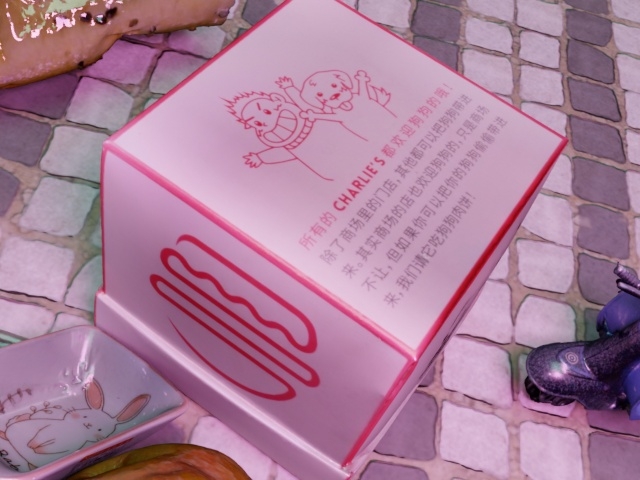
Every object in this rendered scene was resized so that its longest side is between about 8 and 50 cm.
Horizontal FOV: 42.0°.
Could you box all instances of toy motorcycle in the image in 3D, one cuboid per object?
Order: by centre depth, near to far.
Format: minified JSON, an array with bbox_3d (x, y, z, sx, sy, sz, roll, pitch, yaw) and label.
[{"bbox_3d":[0.392,0.109,0.879,0.359,0.212,0.125,-2,57,-16],"label":"toy motorcycle"}]

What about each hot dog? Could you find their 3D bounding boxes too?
[{"bbox_3d":[-0.356,-0.346,1.036,0.365,0.196,0.367,-23,58,-30],"label":"hot dog"}]

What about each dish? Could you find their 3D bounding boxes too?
[{"bbox_3d":[-0.247,0.159,0.724,0.154,0.064,0.234,32,25,28],"label":"dish"}]

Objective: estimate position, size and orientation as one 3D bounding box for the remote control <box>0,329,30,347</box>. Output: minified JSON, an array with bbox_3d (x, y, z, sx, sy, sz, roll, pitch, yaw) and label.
[{"bbox_3d":[-0.352,0.201,0.735,0.123,0.038,0.285,16,53,-4],"label":"remote control"}]

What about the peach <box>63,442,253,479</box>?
[{"bbox_3d":[-0.124,0.251,0.639,0.214,0.235,0.214,12,56,-18],"label":"peach"}]

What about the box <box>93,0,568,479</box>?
[{"bbox_3d":[0.000,0.000,0.803,0.312,0.300,0.314,34,54,10],"label":"box"}]
